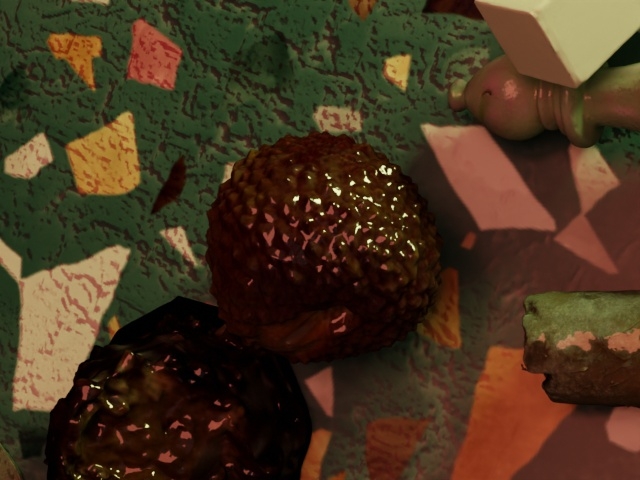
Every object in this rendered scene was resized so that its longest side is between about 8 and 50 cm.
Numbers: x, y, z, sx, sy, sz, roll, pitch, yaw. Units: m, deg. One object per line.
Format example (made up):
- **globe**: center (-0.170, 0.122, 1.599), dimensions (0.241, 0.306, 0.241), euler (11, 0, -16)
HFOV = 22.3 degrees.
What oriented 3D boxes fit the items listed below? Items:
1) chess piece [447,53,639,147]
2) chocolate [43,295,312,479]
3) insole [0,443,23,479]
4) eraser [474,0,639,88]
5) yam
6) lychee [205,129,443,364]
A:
- **chess piece**: center (0.219, -0.108, 1.241), dimensions (0.272, 0.139, 0.139), euler (3, 79, 34)
- **chocolate**: center (-0.134, 0.152, 1.277), dimensions (0.206, 0.177, 0.224), euler (15, 85, 23)
- **insole**: center (-0.298, 0.199, 1.420), dimensions (0.065, 0.006, 0.193), euler (-33, 68, 12)
- **eraser**: center (0.252, -0.244, 1.211), dimensions (0.298, 0.076, 0.078), euler (-44, 32, -12)
- **yam**: center (0.277, 0.082, 1.180), dimensions (0.259, 0.093, 0.093), euler (1, 78, 22)
- **lychee**: center (0.000, 0.000, 1.267), dimensions (0.188, 0.188, 0.188), euler (-5, 77, 20)
